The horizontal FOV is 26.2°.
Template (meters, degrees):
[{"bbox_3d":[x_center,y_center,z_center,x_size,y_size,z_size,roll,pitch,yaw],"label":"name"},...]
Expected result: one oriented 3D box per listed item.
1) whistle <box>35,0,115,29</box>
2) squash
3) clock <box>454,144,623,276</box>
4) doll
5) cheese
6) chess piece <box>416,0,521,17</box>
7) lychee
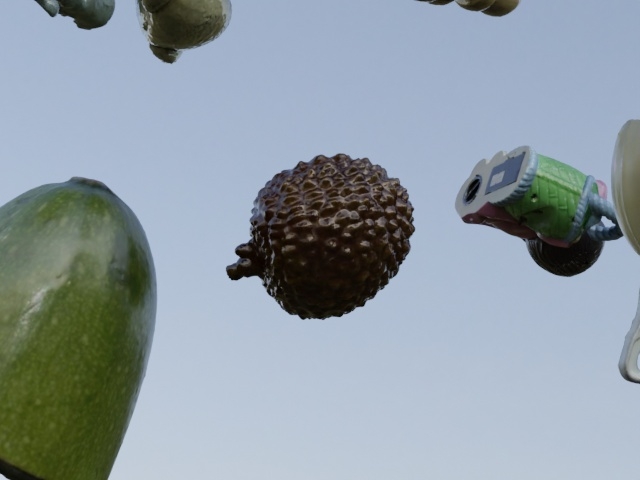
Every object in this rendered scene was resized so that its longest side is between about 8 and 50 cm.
[{"bbox_3d":[-0.333,-0.319,1.480,0.134,0.142,0.346,-41,-25,6],"label":"whistle"},{"bbox_3d":[-0.294,0.091,1.577,0.310,0.309,0.310,36,-1,1],"label":"squash"},{"bbox_3d":[0.298,-0.033,1.791,0.195,0.100,0.194,29,-21,-18],"label":"clock"},{"bbox_3d":[-0.098,-0.333,1.612,0.278,0.149,0.175,-28,-21,-10],"label":"doll"},{"bbox_3d":[0.311,-0.003,1.121,0.163,0.249,0.071,1,-1,-26],"label":"cheese"},{"bbox_3d":[0.190,-0.326,1.731,0.170,0.094,0.094,11,-23,-40],"label":"chess piece"},{"bbox_3d":[0.000,0.000,1.642,0.238,0.200,0.200,-20,-27,-1],"label":"lychee"}]
